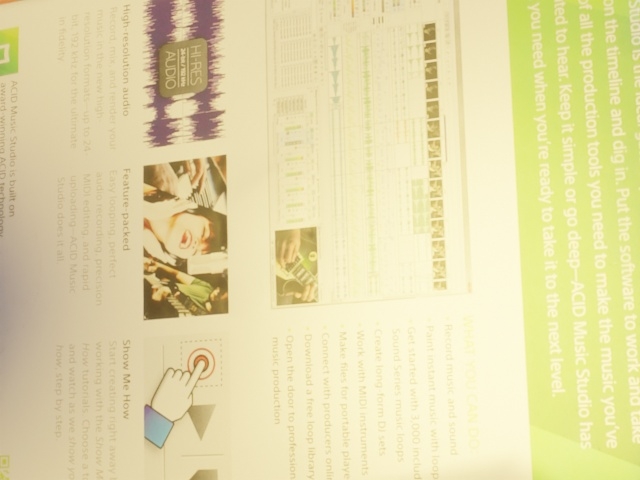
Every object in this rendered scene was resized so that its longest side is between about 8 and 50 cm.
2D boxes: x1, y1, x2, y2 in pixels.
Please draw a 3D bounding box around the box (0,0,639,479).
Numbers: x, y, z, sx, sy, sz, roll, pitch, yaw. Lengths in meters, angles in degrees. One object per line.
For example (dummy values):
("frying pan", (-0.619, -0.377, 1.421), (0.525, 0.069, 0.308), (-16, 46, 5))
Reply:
("box", (0.000, 0.000, 0.529), (0.322, 0.058, 0.232), (-5, 80, 24))
